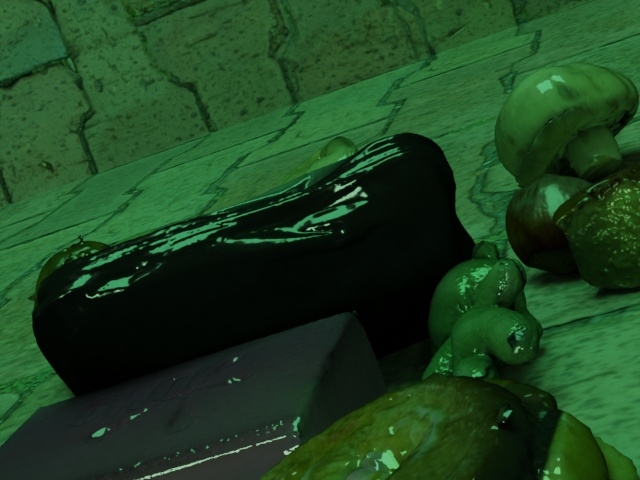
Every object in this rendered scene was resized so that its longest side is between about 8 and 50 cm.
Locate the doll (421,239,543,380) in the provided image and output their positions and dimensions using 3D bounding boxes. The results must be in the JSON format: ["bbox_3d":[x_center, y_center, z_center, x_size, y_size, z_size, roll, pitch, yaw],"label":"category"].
[{"bbox_3d":[0.113,0.067,0.850,0.115,0.077,0.150,-61,7,15],"label":"doll"}]

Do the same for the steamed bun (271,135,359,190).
[{"bbox_3d":[0.000,0.000,1.173,0.155,0.141,0.172,-34,10,3],"label":"steamed bun"}]

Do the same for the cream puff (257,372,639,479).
[{"bbox_3d":[0.050,0.137,0.511,0.189,0.129,0.189,-30,18,11],"label":"cream puff"}]

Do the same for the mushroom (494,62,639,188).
[{"bbox_3d":[0.246,-0.110,1.247,0.154,0.122,0.154,-29,-24,-14],"label":"mushroom"}]

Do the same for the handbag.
[{"bbox_3d":[-0.031,0.039,0.933,0.332,0.191,0.075,-22,44,3],"label":"handbag"}]

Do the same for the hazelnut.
[{"bbox_3d":[0.189,-0.013,1.014,0.086,0.086,0.086,-20,13,5],"label":"hazelnut"}]

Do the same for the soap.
[{"bbox_3d":[-0.095,0.141,0.826,0.259,0.081,0.181,-17,14,18],"label":"soap"}]

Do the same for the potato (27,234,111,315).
[{"bbox_3d":[-0.210,0.066,1.235,0.137,0.137,0.176,-19,-8,10],"label":"potato"}]

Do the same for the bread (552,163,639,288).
[{"bbox_3d":[0.257,-0.021,0.915,0.156,0.086,0.125,-7,18,44],"label":"bread"}]
